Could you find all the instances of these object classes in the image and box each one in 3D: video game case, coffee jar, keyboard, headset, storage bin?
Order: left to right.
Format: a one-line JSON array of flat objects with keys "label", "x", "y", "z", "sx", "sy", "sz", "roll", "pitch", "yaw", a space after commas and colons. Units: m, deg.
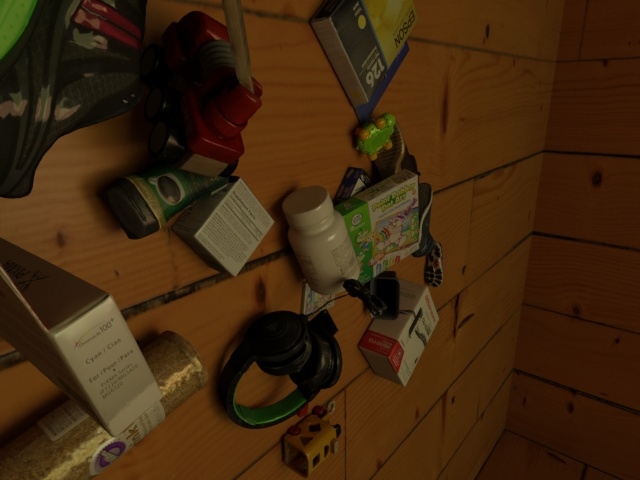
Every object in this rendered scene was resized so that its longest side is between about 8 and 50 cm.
[{"label": "coffee jar", "x": -0.239, "y": -0.082, "z": 0.695, "sx": 0.184, "sy": 0.079, "sz": 0.096, "roll": -42, "pitch": 114, "yaw": -37}, {"label": "headset", "x": -0.033, "y": 0.246, "z": 0.941, "sx": 0.394, "sy": 0.185, "sz": 0.243, "roll": -52, "pitch": 132, "yaw": -2}, {"label": "keyboard", "x": -0.031, "y": 0.263, "z": 1.122, "sx": 0.192, "sy": 0.038, "sz": 0.100, "roll": -36, "pitch": 104, "yaw": -39}, {"label": "video game case", "x": -0.003, "y": 0.138, "z": 1.124, "sx": 0.122, "sy": 0.011, "sz": 0.087, "roll": -9, "pitch": 108, "yaw": -50}, {"label": "storage bin", "x": 0.187, "y": 0.154, "z": 1.317, "sx": 0.091, "sy": 0.099, "sz": 0.135, "roll": -57, "pitch": 147, "yaw": -68}]

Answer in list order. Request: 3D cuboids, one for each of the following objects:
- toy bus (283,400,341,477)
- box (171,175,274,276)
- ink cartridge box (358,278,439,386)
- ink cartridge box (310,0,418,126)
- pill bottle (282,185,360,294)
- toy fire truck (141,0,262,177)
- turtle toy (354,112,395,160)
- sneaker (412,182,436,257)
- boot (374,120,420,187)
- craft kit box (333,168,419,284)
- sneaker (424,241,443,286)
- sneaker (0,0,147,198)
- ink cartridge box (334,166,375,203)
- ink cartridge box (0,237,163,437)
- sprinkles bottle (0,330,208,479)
[{"label": "toy bus", "x": -0.003, "y": 0.522, "z": 1.167, "sx": 0.191, "sy": 0.105, "sz": 0.202, "roll": 45, "pitch": 66, "yaw": -48}, {"label": "box", "x": -0.172, "y": -0.029, "z": 0.807, "sx": 0.137, "sy": 0.072, "sz": 0.126, "roll": -57, "pitch": 138, "yaw": -22}, {"label": "ink cartridge box", "x": 0.258, "y": 0.289, "z": 1.418, "sx": 0.272, "sy": 0.114, "sz": 0.196, "roll": -55, "pitch": 137, "yaw": -26}, {"label": "ink cartridge box", "x": 0.134, "y": -0.487, "z": 1.060, "sx": 0.303, "sy": 0.072, "sz": 0.307, "roll": -61, "pitch": 138, "yaw": -19}, {"label": "pill bottle", "x": 0.000, "y": 0.000, "z": 0.986, "sx": 0.131, "sy": 0.131, "sz": 0.229, "roll": -48, "pitch": 134, "yaw": -32}, {"label": "toy fire truck", "x": -0.143, "y": -0.236, "z": 0.595, "sx": 0.159, "sy": 0.246, "sz": 0.216, "roll": 13, "pitch": 54, "yaw": -47}, {"label": "turtle toy", "x": 0.139, "y": -0.271, "z": 1.121, "sx": 0.130, "sy": 0.066, "sz": 0.095, "roll": -37, "pitch": 137, "yaw": -6}, {"label": "sneaker", "x": 0.320, "y": -0.056, "z": 1.416, "sx": 0.163, "sy": 0.086, "sz": 0.225, "roll": 31, "pitch": 74, "yaw": -54}, {"label": "boot", "x": 0.224, "y": -0.229, "z": 1.265, "sx": 0.207, "sy": 0.090, "sz": 0.248, "roll": -38, "pitch": 122, "yaw": -59}, {"label": "craft kit box", "x": 0.149, "y": -0.026, "z": 1.154, "sx": 0.250, "sy": 0.061, "sz": 0.246, "roll": -30, "pitch": 129, "yaw": -22}, {"label": "sneaker", "x": 0.421, "y": 0.086, "z": 1.604, "sx": 0.071, "sy": 0.069, "sz": 0.169, "roll": -19, "pitch": 115, "yaw": -54}, {"label": "sneaker", "x": -0.297, "y": -0.260, "z": 0.530, "sx": 0.482, "sy": 0.186, "sz": 0.202, "roll": -59, "pitch": 157, "yaw": -17}, {"label": "ink cartridge box", "x": 0.121, "y": -0.099, "z": 1.179, "sx": 0.207, "sy": 0.046, "sz": 0.097, "roll": 41, "pitch": 70, "yaw": -50}, {"label": "ink cartridge box", "x": -0.315, "y": 0.041, "z": 0.463, "sx": 0.066, "sy": 0.297, "sz": 0.260, "roll": -40, "pitch": 130, "yaw": -39}, {"label": "sprinkles bottle", "x": -0.338, "y": 0.280, "z": 0.655, "sx": 0.355, "sy": 0.121, "sz": 0.121, "roll": -37, "pitch": 128, "yaw": -40}]
